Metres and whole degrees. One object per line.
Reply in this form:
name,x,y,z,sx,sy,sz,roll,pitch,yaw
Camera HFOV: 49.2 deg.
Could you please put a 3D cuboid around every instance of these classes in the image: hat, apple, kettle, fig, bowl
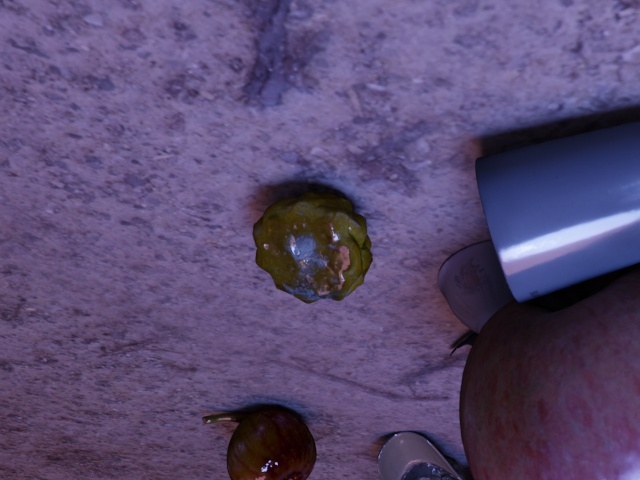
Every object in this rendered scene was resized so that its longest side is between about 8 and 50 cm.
hat,0.202,0.456,1.447,0.166,0.144,0.173,-22,91,13
apple,0.305,0.156,0.737,0.345,0.269,0.345,-24,164,-7
kettle,0.306,-0.034,0.721,0.243,0.160,0.210,-16,156,19
fig,-0.110,0.387,1.353,0.175,0.207,0.175,-19,133,-21
bowl,0.250,0.087,0.923,0.189,0.086,0.189,5,144,4

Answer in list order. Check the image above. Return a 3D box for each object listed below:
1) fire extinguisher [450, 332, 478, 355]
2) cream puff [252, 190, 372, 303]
fire extinguisher,0.340,0.223,0.992,0.337,0.114,0.135,36,135,25
cream puff,0.000,0.000,0.843,0.146,0.116,0.146,9,117,18
